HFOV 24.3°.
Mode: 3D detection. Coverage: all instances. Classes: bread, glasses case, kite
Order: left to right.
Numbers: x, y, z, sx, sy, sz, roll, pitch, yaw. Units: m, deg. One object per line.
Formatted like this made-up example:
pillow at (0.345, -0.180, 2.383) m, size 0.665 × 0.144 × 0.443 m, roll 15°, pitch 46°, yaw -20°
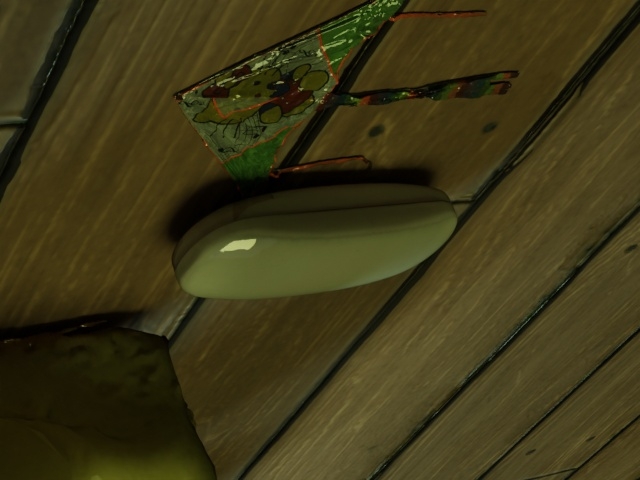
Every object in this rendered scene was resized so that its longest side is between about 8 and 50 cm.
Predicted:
bread at (-0.190, 0.164, 0.915) m, size 0.262 × 0.204 × 0.162 m, roll -9°, pitch 160°, yaw -39°
glasses case at (0.000, 0.000, 0.935) m, size 0.204 × 0.051 × 0.081 m, roll -5°, pitch 150°, yaw -40°
kite at (0.018, -0.079, 0.861) m, size 0.244 × 0.006 × 0.198 m, roll -5°, pitch 146°, yaw -37°
